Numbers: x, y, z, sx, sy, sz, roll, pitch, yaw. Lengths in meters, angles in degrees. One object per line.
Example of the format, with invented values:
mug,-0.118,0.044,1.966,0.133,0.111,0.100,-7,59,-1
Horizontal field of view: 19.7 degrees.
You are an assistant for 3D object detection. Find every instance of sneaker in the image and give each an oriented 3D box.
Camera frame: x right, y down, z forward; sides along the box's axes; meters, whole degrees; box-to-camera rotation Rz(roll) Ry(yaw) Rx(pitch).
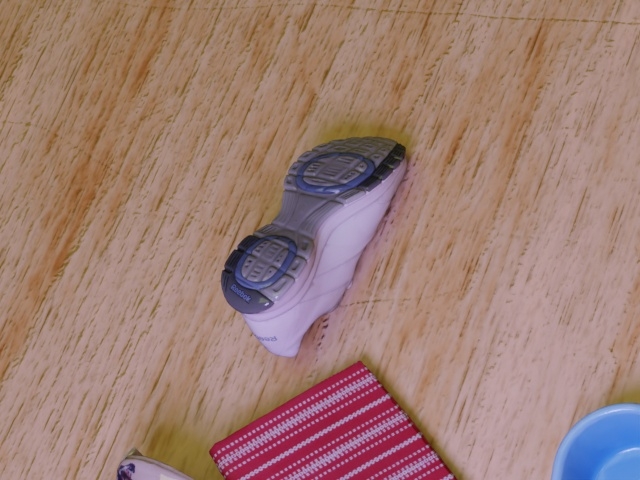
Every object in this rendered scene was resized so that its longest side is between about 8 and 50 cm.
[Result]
sneaker,0.000,0.000,2.017,0.111,0.129,0.297,20,55,34

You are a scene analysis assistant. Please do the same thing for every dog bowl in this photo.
dog bowl,0.285,0.290,1.748,0.166,0.074,0.297,2,64,26

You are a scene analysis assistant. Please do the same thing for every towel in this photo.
towel,0.034,0.264,1.872,0.199,0.031,0.275,-29,54,-14

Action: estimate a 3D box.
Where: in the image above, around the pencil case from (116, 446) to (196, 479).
pencil case,-0.211,0.419,1.854,0.183,0.160,0.410,17,72,24
